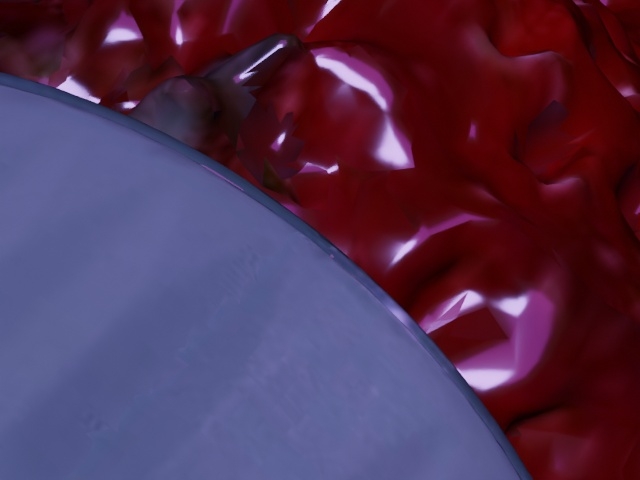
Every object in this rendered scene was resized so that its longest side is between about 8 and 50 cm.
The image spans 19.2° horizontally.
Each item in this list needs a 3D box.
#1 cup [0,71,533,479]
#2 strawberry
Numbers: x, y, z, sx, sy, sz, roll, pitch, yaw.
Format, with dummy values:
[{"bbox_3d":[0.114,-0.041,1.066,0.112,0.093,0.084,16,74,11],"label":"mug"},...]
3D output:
[{"bbox_3d":[-0.100,0.171,0.303,0.400,0.310,0.392,4,24,22],"label":"cup"},{"bbox_3d":[0.000,0.000,0.613,0.317,0.295,0.345,19,26,21],"label":"strawberry"}]
